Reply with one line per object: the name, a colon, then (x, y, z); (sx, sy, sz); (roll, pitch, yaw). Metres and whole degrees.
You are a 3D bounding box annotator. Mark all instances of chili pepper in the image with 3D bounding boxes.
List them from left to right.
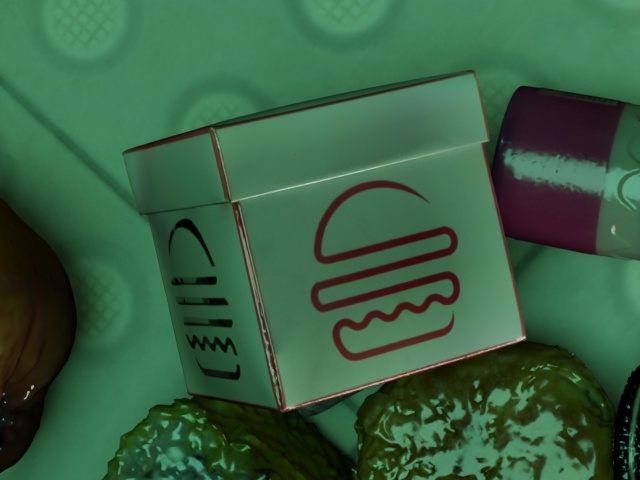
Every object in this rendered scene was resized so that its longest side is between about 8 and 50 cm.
chili pepper: (0.017, 0.171, 1.926); (0.153, 0.041, 0.050); (-28, 118, -19)

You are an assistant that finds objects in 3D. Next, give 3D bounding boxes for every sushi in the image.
sushi: (-0.104, 0.392, 1.897); (0.396, 0.240, 0.351); (45, 105, 10)

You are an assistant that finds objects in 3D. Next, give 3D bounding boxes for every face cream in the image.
face cream: (0.298, -0.073, 1.774); (0.194, 0.175, 0.175); (11, 98, 14)

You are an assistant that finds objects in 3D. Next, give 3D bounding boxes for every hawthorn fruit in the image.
hawthorn fruit: (-0.535, 0.105, 1.896); (0.471, 0.472, 0.472); (1, 95, 15)

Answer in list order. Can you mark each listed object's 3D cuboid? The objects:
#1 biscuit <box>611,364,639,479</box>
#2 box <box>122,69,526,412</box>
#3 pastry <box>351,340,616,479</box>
biscuit: (0.378, 0.227, 1.775); (0.053, 0.194, 0.195); (0, 95, 33)
box: (0.000, 0.000, 1.738); (0.312, 0.314, 0.300); (-14, 94, -23)
pastry: (0.195, 0.247, 1.838); (0.310, 0.162, 0.255); (-10, 82, 12)
